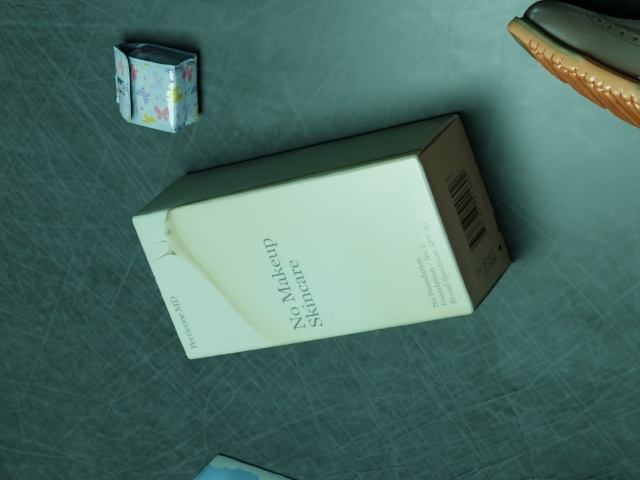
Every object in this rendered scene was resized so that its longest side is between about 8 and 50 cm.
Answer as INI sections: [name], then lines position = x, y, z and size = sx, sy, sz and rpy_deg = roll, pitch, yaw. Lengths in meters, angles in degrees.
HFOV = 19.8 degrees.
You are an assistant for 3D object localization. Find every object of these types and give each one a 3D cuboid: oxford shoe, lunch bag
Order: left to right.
[lunch bag]
position = -0.161, -0.146, 1.737
size = 0.083, 0.053, 0.071
rpy_deg = 17, 120, 29
[oxford shoe]
position = 0.326, -0.139, 1.476
size = 0.364, 0.130, 0.132
rpy_deg = 23, 90, 23

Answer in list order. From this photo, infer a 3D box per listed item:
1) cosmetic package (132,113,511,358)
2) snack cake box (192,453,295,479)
[cosmetic package]
position = 0.000, 0.000, 1.692
size = 0.309, 0.113, 0.160
rpy_deg = -13, 108, 30
[snack cake box]
position = -0.013, 0.337, 1.879
size = 0.264, 0.089, 0.152
rpy_deg = 17, 119, 19
